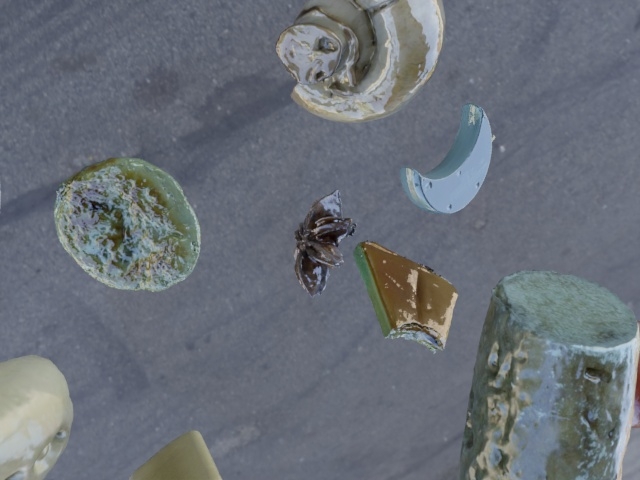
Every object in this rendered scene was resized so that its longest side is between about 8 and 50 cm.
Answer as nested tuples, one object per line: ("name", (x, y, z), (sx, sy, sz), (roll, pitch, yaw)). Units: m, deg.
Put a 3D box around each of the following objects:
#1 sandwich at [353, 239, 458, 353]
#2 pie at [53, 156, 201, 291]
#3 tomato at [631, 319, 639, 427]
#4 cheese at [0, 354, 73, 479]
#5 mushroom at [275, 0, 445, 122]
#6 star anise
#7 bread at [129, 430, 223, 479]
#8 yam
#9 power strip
("sandwich", (0.162, 0.118, 1.578), (0.245, 0.212, 0.063), (27, 130, -1))
("pie", (-0.301, -0.022, 1.173), (0.241, 0.054, 0.240), (3, 116, 7))
("tomato", (0.365, 0.176, 0.999), (0.085, 0.225, 0.225), (-52, 147, -25))
("cheese", (-0.398, 0.234, 0.769), (0.328, 0.130, 0.351), (-47, 168, -27))
("mushroom", (0.059, -0.257, 0.954), (0.195, 0.189, 0.253), (-53, 156, -50))
("star anise", (0.000, 0.000, 1.603), (0.093, 0.236, 0.229), (19, 93, -18))
("bread", (-0.206, 0.363, 1.092), (0.140, 0.178, 0.060), (-36, 114, -8))
("yam", (0.150, 0.123, 0.505), (0.107, 0.107, 0.194), (-1, 102, -32))
("power strip", (0.215, -0.123, 1.196), (0.216, 0.044, 0.137), (-43, 129, -26))
